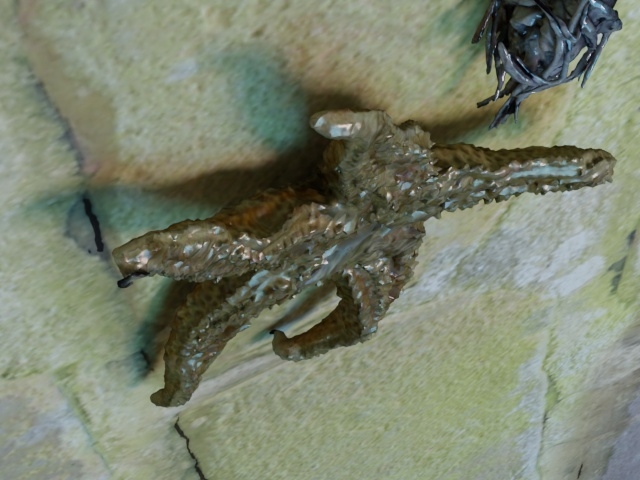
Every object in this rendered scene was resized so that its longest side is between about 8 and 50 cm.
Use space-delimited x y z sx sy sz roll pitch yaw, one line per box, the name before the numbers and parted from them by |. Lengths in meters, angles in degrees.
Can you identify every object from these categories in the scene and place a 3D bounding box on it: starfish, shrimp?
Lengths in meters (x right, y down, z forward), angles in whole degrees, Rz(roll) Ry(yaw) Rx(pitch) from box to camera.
starfish | -0.002 -0.004 0.870 0.299 0.060 0.302 -26 161 12
shrimp | 0.107 -0.105 0.803 0.065 0.056 0.165 -28 150 -41
